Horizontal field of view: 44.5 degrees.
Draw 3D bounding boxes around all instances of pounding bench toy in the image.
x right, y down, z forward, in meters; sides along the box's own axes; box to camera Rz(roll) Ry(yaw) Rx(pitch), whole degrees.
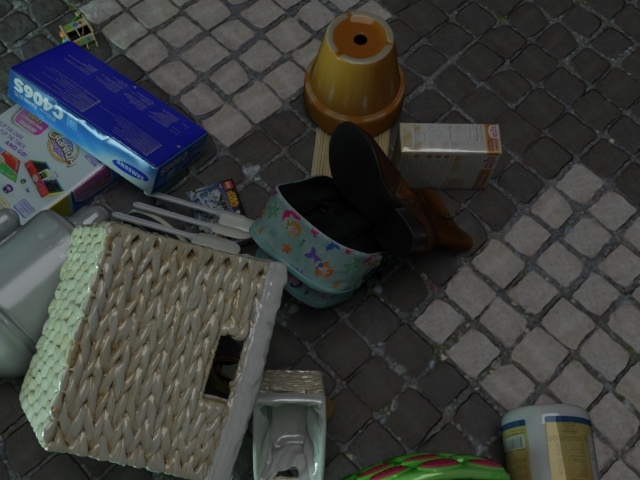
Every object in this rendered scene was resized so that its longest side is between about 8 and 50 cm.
[{"bbox_3d":[-0.519,-0.442,1.653,0.065,0.052,0.083,-29,69,-14],"label":"pounding bench toy"}]

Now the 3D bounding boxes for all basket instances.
[{"bbox_3d":[-0.049,0.298,1.253,0.113,0.167,0.103,1,21,-1],"label":"basket"},{"bbox_3d":[-0.258,0.148,1.160,0.266,0.331,0.328,19,83,-24],"label":"basket"}]

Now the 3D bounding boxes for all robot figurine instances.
[{"bbox_3d":[-0.483,0.088,1.324,0.353,0.200,0.300,-45,108,-19],"label":"robot figurine"}]

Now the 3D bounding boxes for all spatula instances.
[{"bbox_3d":[-0.234,-0.035,1.406,0.242,0.019,0.168,15,27,9],"label":"spatula"}]

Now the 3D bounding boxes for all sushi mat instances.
[{"bbox_3d":[0.061,-0.169,1.561,0.152,0.019,0.316,6,65,2],"label":"sushi mat"}]

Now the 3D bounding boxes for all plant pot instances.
[{"bbox_3d":[0.070,-0.334,1.524,0.205,0.188,0.205,1,65,-2],"label":"plant pot"}]

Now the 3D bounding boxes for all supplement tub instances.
[{"bbox_3d":[0.369,0.372,1.247,0.144,0.144,0.199,0,65,-1],"label":"supplement tub"}]

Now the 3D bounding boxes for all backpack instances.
[{"bbox_3d":[0.000,0.000,1.351,0.225,0.253,0.191,40,106,15],"label":"backpack"}]

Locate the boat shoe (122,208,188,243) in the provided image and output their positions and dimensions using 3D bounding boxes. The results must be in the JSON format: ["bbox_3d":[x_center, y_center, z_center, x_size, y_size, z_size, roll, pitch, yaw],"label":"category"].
[{"bbox_3d":[-0.271,0.043,1.415,0.254,0.095,0.079,41,59,6],"label":"boat shoe"}]

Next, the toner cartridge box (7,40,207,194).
[{"bbox_3d":[-0.407,-0.241,1.502,0.348,0.075,0.165,34,44,8],"label":"toner cartridge box"}]

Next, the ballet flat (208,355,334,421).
[{"bbox_3d":[-0.088,0.255,1.328,0.232,0.073,0.080,16,64,6],"label":"ballet flat"}]

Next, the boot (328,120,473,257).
[{"bbox_3d":[0.155,-0.092,1.396,0.096,0.280,0.264,-45,71,26],"label":"boot"}]

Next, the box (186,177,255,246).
[{"bbox_3d":[-0.190,-0.044,1.490,0.094,0.027,0.137,-18,67,-9],"label":"box"}]

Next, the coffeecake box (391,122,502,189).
[{"bbox_3d":[0.236,-0.159,1.492,0.186,0.142,0.068,1,65,-2],"label":"coffeecake box"}]

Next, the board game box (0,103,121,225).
[{"bbox_3d":[-0.582,-0.118,1.493,0.316,0.064,0.242,-41,72,-18],"label":"board game box"}]

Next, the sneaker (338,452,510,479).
[{"bbox_3d":[0.076,0.470,1.201,0.483,0.185,0.202,-23,86,-8],"label":"sneaker"}]
